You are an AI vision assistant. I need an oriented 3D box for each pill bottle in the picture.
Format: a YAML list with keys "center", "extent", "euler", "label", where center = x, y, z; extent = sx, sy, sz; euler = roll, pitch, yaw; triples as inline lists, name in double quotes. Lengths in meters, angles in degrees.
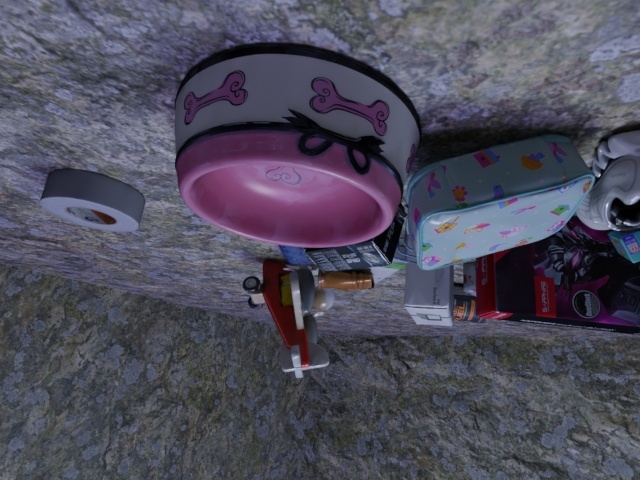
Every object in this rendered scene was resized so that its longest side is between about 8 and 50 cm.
- center: [0.490, 0.231, 1.547]
  extent: [0.245, 0.131, 0.130]
  euler: [5, 161, 2]
  label: "pill bottle"

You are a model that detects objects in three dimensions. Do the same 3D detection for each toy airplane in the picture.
- center: [-0.063, 0.247, 1.377]
  extent: [0.272, 0.385, 0.386]
  euler: [-24, -170, -17]
  label: "toy airplane"

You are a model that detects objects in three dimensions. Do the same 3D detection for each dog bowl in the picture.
- center: [-0.045, -0.109, 0.683]
  extent: [0.407, 0.151, 0.408]
  euler: [6, 161, 2]
  label: "dog bowl"

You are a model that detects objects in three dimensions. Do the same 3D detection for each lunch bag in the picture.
- center: [0.275, -0.053, 0.699]
  extent: [0.278, 0.108, 0.224]
  euler: [-14, 152, 4]
  label: "lunch bag"

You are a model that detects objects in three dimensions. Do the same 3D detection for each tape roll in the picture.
- center: [-0.550, -0.091, 1.015]
  extent: [0.218, 0.073, 0.219]
  euler: [6, 161, 2]
  label: "tape roll"

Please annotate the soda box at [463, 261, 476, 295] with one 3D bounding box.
- center: [0.557, 0.146, 1.333]
  extent: [0.263, 0.092, 0.083]
  euler: [23, 154, -40]
  label: "soda box"

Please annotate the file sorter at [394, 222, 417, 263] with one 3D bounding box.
- center: [0.234, -0.023, 0.905]
  extent: [0.104, 0.118, 0.170]
  euler: [13, 160, -9]
  label: "file sorter"

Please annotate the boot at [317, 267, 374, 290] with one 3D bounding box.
- center: [0.079, 0.116, 1.259]
  extent: [0.152, 0.073, 0.197]
  euler: [1, 173, 18]
  label: "boot"

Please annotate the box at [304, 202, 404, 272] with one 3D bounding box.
- center: [0.077, -0.018, 0.892]
  extent: [0.180, 0.148, 0.077]
  euler: [-11, 133, 40]
  label: "box"

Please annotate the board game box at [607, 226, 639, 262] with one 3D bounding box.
- center: [0.601, -0.033, 0.676]
  extent: [0.210, 0.047, 0.160]
  euler: [-28, 171, 28]
  label: "board game box"

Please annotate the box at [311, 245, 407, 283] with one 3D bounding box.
- center: [0.113, 0.071, 1.311]
  extent: [0.232, 0.059, 0.322]
  euler: [10, 162, -10]
  label: "box"

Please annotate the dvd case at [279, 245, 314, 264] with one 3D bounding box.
- center: [0.000, 0.000, 1.094]
  extent: [0.252, 0.022, 0.180]
  euler: [-2, 138, 23]
  label: "dvd case"

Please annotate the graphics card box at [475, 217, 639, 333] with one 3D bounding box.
- center: [0.532, 0.069, 0.897]
  extent: [0.370, 0.233, 0.094]
  euler: [7, 160, -1]
  label: "graphics card box"

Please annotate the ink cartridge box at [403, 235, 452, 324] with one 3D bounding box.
- center: [0.312, 0.119, 1.164]
  extent: [0.114, 0.199, 0.273]
  euler: [0, 160, 20]
  label: "ink cartridge box"

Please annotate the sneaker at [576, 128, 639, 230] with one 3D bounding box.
- center: [0.497, -0.064, 0.700]
  extent: [0.109, 0.119, 0.292]
  euler: [-4, 160, 23]
  label: "sneaker"
